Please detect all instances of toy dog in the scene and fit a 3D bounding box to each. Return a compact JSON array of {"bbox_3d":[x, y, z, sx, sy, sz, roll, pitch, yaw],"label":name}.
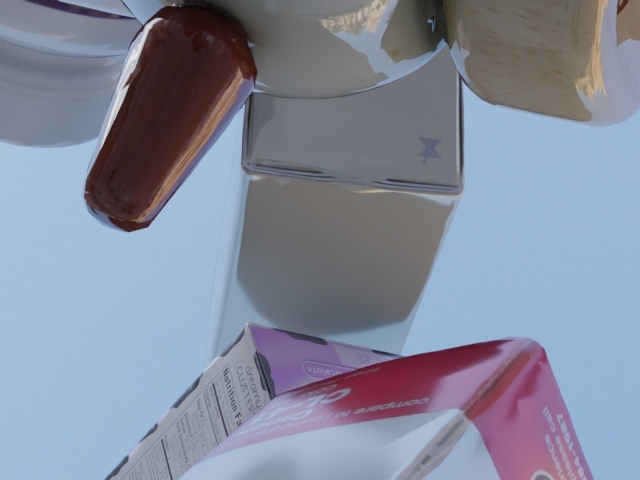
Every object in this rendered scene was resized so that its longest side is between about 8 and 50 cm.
[{"bbox_3d":[-0.026,-0.135,0.318,0.220,0.161,0.333,-6,-53,35],"label":"toy dog"}]

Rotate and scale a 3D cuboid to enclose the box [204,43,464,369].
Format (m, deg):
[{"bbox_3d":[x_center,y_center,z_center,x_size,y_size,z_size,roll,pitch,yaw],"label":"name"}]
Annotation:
[{"bbox_3d":[0.000,0.000,0.937,0.113,0.275,0.094,7,-120,-6],"label":"box"}]

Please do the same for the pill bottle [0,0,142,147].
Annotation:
[{"bbox_3d":[-0.116,-0.199,0.841,0.169,0.169,0.301,24,-55,-1],"label":"pill bottle"}]

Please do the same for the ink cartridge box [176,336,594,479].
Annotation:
[{"bbox_3d":[0.000,0.194,0.530,0.131,0.306,0.226,-14,-78,34],"label":"ink cartridge box"}]

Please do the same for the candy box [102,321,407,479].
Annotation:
[{"bbox_3d":[-0.019,0.140,0.917,0.165,0.070,0.196,15,-50,-37],"label":"candy box"}]
